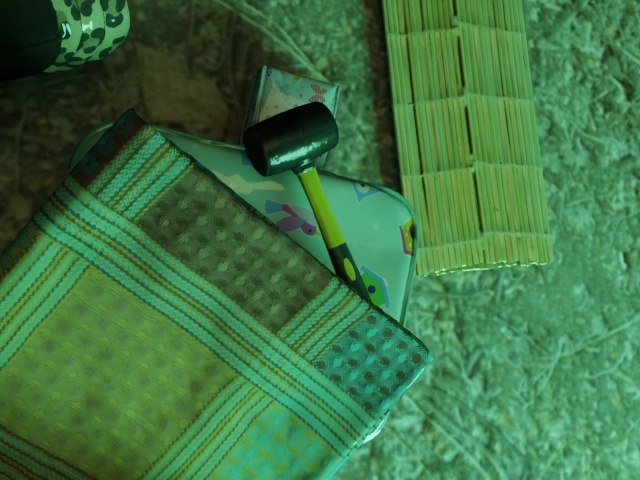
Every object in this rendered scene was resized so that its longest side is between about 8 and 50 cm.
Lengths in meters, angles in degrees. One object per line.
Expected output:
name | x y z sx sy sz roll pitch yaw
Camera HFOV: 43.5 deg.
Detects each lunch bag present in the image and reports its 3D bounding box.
lunch bag | -0.075 0.044 0.603 0.279 0.108 0.223 13 81 -16
lunch bag | -0.027 -0.095 0.667 0.071 0.053 0.083 13 88 -15

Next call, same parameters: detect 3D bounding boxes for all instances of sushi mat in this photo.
sushi mat | 0.133 -0.127 0.741 0.152 0.019 0.316 -3 83 -18

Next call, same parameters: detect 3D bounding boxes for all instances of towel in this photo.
towel | -0.134 0.141 0.512 0.271 0.040 0.370 39 94 -23

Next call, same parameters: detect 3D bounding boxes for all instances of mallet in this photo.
mallet | 0.000 0.000 0.559 0.062 0.039 0.189 -17 93 -21

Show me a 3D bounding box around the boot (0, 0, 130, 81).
boot | -0.341 -0.169 0.515 0.377 0.138 0.284 28 41 25
